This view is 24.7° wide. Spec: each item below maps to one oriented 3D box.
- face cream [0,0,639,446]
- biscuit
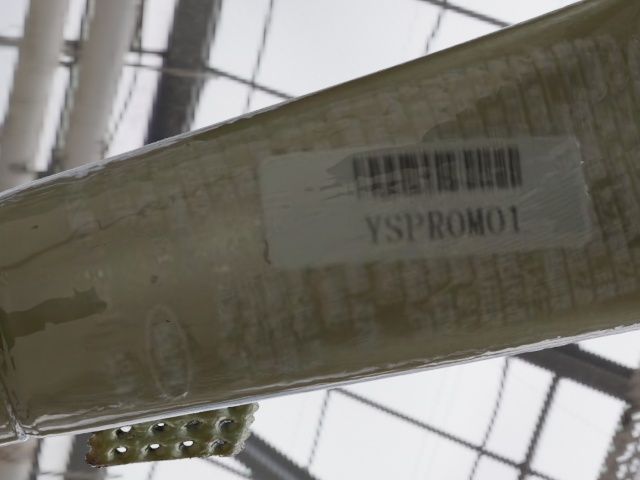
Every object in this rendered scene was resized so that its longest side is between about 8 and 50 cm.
[{"bbox_3d":[0.000,0.000,0.521,0.084,0.341,0.137,120,-45,-81],"label":"face cream"},{"bbox_3d":[-0.093,0.092,1.087,0.016,0.144,0.203,58,-42,45],"label":"biscuit"}]
